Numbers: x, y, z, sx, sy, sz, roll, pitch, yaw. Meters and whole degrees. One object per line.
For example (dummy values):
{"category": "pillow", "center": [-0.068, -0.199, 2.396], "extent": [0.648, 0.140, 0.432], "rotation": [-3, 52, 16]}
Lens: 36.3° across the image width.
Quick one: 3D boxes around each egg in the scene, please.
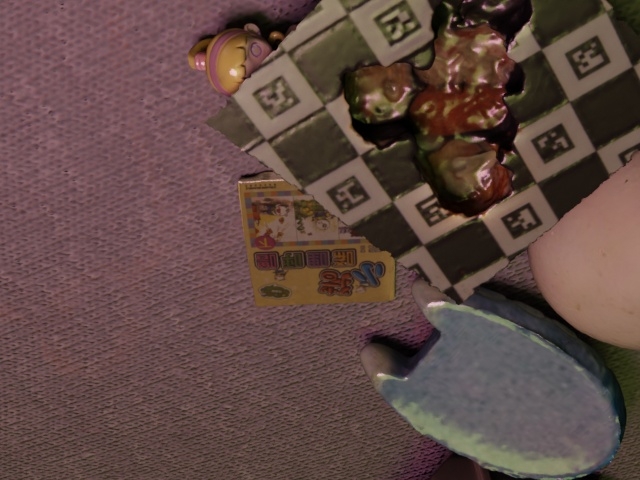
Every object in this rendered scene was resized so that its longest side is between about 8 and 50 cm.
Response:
{"category": "egg", "center": [0.348, 0.033, 1.011], "extent": [0.264, 0.174, 0.286], "rotation": [10, 134, -2]}

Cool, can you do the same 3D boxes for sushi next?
{"category": "sushi", "center": [0.124, -0.138, 0.919], "extent": [0.339, 0.069, 0.320], "rotation": [35, 115, -24]}

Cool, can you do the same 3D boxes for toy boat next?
{"category": "toy boat", "center": [0.219, 0.161, 1.185], "extent": [0.330, 0.123, 0.215], "rotation": [27, 119, -7]}

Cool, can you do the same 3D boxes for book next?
{"category": "book", "center": [0.000, 0.000, 1.094], "extent": [0.168, 0.013, 0.192], "rotation": [-2, 132, 3]}

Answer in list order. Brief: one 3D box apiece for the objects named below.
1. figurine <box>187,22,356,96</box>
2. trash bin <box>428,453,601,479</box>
{"category": "figurine", "center": [-0.030, -0.166, 0.923], "extent": [0.187, 0.083, 0.083], "rotation": [-4, 132, -15]}
{"category": "trash bin", "center": [0.249, 0.404, 1.335], "extent": [0.290, 0.182, 0.209], "rotation": [12, 130, -16]}
